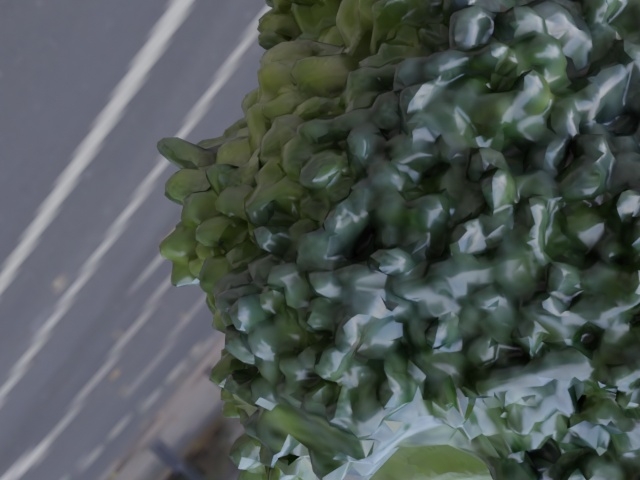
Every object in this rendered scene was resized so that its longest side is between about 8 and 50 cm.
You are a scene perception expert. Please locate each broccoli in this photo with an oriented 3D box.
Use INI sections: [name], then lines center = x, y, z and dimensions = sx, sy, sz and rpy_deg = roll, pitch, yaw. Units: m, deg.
[broccoli]
center = 0.093, -0.011, 0.512
dimensions = 0.260, 0.288, 0.235
rpy_deg = 15, -96, 64
